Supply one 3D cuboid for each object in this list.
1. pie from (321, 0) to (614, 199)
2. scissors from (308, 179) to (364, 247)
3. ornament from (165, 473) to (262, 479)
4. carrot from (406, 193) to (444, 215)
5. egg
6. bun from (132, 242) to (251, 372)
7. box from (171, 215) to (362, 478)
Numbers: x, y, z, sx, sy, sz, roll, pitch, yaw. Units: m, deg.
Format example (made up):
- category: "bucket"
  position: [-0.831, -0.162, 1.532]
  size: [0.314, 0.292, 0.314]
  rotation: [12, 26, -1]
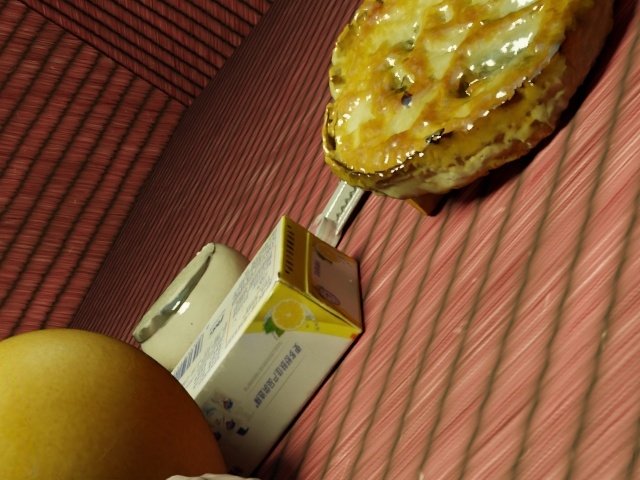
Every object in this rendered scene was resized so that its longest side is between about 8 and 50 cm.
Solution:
- category: "pie"
  position: [0.130, -0.169, 1.125]
  size: [0.315, 0.092, 0.315]
  rotation: [-31, 41, 31]
- category: "scissors"
  position: [0.000, 0.000, 1.456]
  size: [0.242, 0.030, 0.118]
  rotation: [-58, 14, 11]
- category: "ornament"
  position: [-0.043, 0.246, 0.619]
  size: [0.259, 0.225, 0.259]
  rotation: [-173, 90, -85]
- category: "carrot"
  position: [0.147, -0.124, 1.181]
  size: [0.224, 0.057, 0.057]
  rotation: [-51, 14, 7]
- category: "egg"
  position: [-0.206, 0.223, 1.110]
  size: [0.250, 0.322, 0.250]
  rotation: [-19, 35, 14]
- category: "bun"
  position: [-0.136, 0.092, 1.552]
  size: [0.173, 0.120, 0.173]
  rotation: [-49, 10, 11]
- category: "box"
  position: [-0.071, 0.127, 1.285]
  size: [0.265, 0.097, 0.168]
  rotation: [-55, 14, 17]
